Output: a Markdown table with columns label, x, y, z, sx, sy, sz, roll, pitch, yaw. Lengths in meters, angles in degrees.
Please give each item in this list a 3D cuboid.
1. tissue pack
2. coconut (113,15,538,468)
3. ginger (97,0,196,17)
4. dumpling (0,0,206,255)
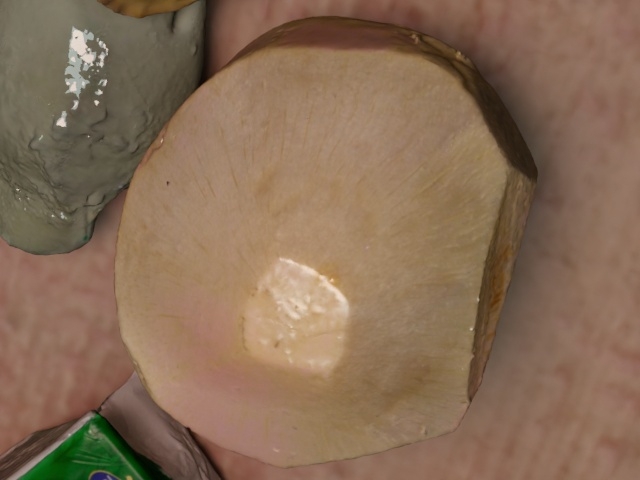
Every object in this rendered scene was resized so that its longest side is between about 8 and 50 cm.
| label | x | y | z | sx | sy | sz | roll | pitch | yaw |
| --- | --- | --- | --- | --- | --- | --- | --- | --- | --- |
| tissue pack | -0.100 | 0.195 | 0.938 | 0.156 | 0.148 | 0.209 | -39 | 95 | -23 |
| coconut | 0.000 | 0.000 | 0.820 | 0.197 | 0.237 | 0.237 | 20 | 107 | 5 |
| ginger | 0.023 | -0.235 | 0.790 | 0.190 | 0.126 | 0.354 | 42 | 88 | 9 |
| dumpling | -0.142 | -0.097 | 0.881 | 0.153 | 0.108 | 0.219 | 24 | 102 | 3 |
